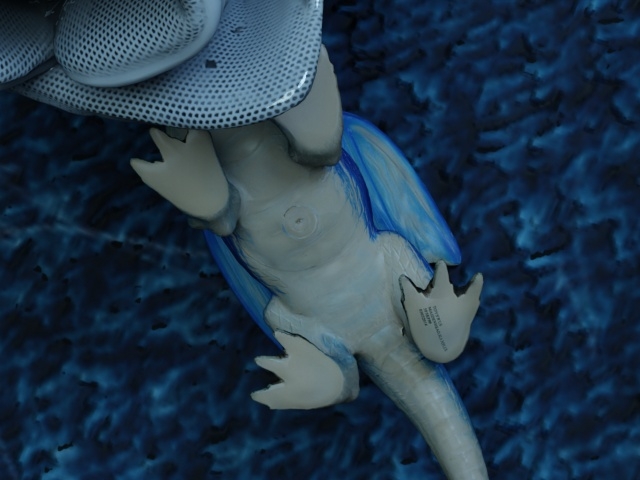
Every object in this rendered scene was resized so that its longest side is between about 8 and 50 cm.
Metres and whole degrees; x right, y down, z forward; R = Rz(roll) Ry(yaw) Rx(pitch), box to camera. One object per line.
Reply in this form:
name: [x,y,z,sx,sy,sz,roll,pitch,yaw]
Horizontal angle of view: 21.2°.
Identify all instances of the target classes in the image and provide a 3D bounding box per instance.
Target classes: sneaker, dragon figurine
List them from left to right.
dragon figurine: [0.000,0.000,0.620,0.085,0.144,0.289,-34,98,4]
sneaker: [0.006,-0.151,0.535,0.365,0.137,0.210,-19,40,5]
